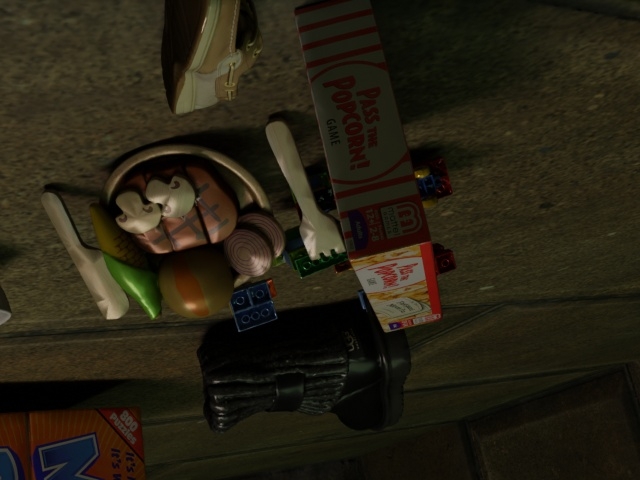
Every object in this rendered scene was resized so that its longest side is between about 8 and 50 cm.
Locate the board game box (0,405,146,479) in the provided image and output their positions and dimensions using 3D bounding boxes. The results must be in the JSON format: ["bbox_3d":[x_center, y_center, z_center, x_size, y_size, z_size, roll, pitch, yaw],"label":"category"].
[{"bbox_3d":[-0.476,0.430,1.259,0.356,0.356,0.356,-19,163,40],"label":"board game box"}]

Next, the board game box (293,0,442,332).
[{"bbox_3d":[0.034,-0.035,0.569,0.045,0.146,0.193,-14,163,5],"label":"board game box"}]

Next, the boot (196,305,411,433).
[{"bbox_3d":[-0.029,0.193,1.247,0.260,0.131,0.348,-17,153,-9],"label":"boot"}]

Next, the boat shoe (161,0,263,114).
[{"bbox_3d":[-0.053,-0.104,0.468,0.045,0.050,0.135,-11,173,-16],"label":"boat shoe"}]

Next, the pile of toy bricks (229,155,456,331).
[{"bbox_3d":[0.000,0.000,0.760,0.212,0.118,0.105,-19,-164,-10],"label":"pile of toy bricks"}]

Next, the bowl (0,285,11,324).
[{"bbox_3d":[-0.335,0.049,0.734,0.142,0.053,0.142,-22,160,29],"label":"bowl"}]

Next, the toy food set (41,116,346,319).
[{"bbox_3d":[-0.091,-0.004,0.646,0.192,0.038,0.132,-17,119,12],"label":"toy food set"}]
